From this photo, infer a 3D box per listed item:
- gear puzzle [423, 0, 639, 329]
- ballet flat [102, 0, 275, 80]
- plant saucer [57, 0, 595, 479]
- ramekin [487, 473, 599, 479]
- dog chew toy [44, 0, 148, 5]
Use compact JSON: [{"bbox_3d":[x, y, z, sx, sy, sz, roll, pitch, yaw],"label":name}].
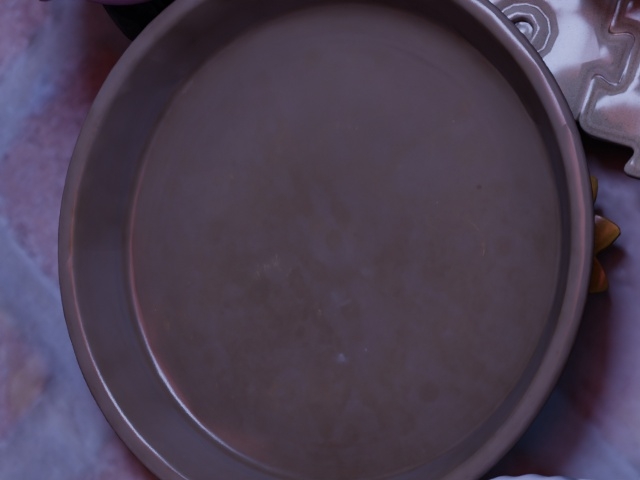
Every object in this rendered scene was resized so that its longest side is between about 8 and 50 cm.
[{"bbox_3d":[0.150,-0.112,0.877,0.175,0.044,0.339,17,83,16],"label":"gear puzzle"},{"bbox_3d":[-0.065,-0.120,0.972,0.173,0.049,0.057,39,117,33],"label":"ballet flat"},{"bbox_3d":[0.000,0.000,0.866,0.277,0.041,0.278,-2,85,26],"label":"plant saucer"},{"bbox_3d":[0.092,0.194,0.755,0.207,0.109,0.207,-7,70,20],"label":"ramekin"},{"bbox_3d":[-0.039,-0.252,0.902,0.332,0.206,0.206,-46,62,-1],"label":"dog chew toy"}]
